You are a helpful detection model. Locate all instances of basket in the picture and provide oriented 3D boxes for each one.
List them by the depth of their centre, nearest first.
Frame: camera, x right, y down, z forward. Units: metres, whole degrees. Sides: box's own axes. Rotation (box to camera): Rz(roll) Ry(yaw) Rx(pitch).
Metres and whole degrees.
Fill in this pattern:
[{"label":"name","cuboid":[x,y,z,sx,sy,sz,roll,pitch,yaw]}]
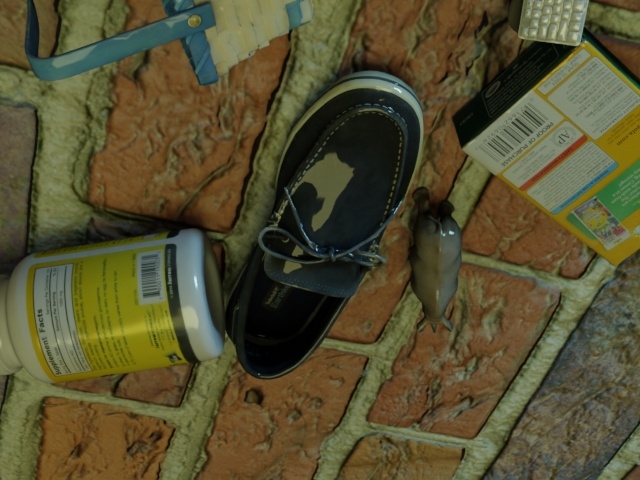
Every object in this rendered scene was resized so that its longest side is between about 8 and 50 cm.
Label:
[{"label":"basket","cuboid":[-0.166,-0.269,0.960,0.289,0.254,0.201,-15,132,-7]}]

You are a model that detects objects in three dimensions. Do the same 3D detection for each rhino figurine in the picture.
[{"label":"rhino figurine","cuboid":[0.164,0.049,1.345,0.073,0.106,0.243,-4,130,0]}]

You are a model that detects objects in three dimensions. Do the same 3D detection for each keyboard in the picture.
[{"label":"keyboard","cuboid":[0.276,-0.347,1.029,0.072,0.014,0.255,13,116,16]}]

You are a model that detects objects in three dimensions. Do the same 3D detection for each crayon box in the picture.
[{"label":"crayon box","cuboid":[0.361,-0.122,1.233,0.323,0.083,0.203,33,120,-27]}]

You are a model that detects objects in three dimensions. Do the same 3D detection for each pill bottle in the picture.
[{"label":"pill bottle","cuboid":[-0.312,0.097,1.296,0.334,0.188,0.187,-8,130,3]}]

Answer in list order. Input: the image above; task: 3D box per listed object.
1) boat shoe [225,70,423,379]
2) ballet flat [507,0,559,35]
[{"label":"boat shoe","cuboid":[0.000,0.000,1.263,0.187,0.156,0.500,18,125,-16]},{"label":"ballet flat","cuboid":[0.295,-0.347,1.065,0.084,0.058,0.249,32,120,7]}]
